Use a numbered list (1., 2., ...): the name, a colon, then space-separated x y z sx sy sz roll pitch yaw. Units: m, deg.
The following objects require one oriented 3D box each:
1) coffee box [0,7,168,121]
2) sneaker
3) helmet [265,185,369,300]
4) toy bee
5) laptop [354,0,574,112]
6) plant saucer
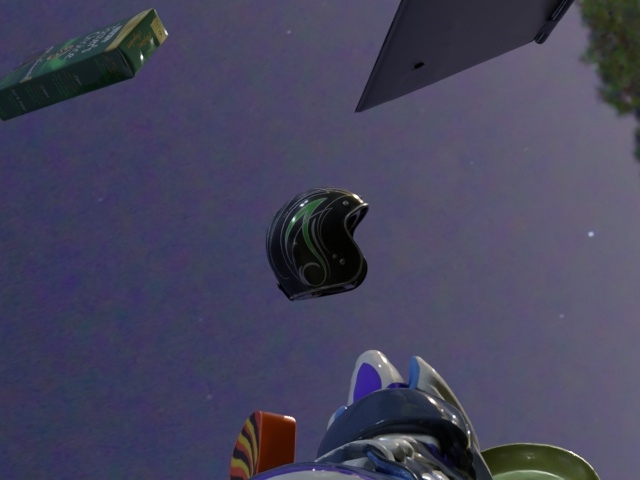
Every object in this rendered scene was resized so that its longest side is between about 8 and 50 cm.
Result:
1. coffee box: -0.270 -0.197 1.063 0.040 0.184 0.113 64 -153 -27
2. sneaker: 0.024 0.145 0.567 0.323 0.130 0.236 49 -164 -42
3. helmet: 0.000 0.000 1.452 0.169 0.169 0.161 -4 -103 -47
4. toy bee: -0.095 0.372 1.191 0.195 0.162 0.298 33 -137 -12
5. laptop: 0.206 -0.379 1.043 0.236 0.382 0.408 10 -110 -6
6. plant saucer: 0.242 0.350 1.212 0.241 0.241 0.037 -48 -55 -46
